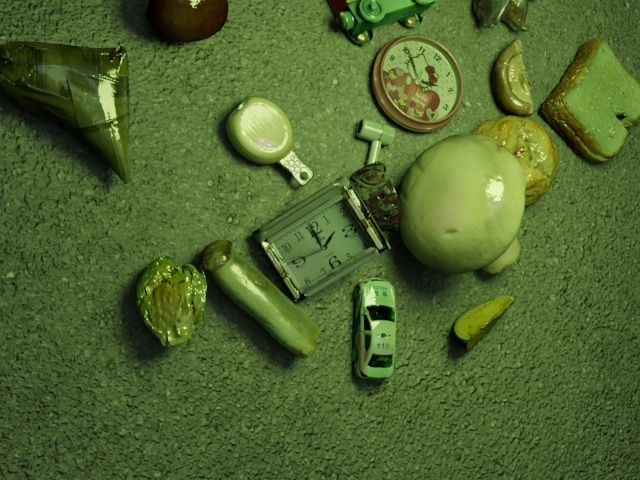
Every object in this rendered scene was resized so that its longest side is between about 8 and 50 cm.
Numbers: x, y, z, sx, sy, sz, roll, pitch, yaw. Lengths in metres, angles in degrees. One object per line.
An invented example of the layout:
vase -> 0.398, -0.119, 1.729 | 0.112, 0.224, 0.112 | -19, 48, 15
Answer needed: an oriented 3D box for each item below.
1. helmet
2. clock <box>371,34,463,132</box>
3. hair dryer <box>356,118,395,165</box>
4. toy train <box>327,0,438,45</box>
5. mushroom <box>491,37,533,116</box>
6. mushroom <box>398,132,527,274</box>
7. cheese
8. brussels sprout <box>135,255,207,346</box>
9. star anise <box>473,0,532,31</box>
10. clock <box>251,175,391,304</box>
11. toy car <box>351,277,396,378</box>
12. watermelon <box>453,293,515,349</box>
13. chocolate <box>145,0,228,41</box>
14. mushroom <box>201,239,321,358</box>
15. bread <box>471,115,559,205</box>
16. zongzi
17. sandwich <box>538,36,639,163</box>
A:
helmet -> 0.107, -0.089, 1.522 | 0.107, 0.177, 0.153 | -13, 106, -1
clock -> 0.236, -0.381, 1.670 | 0.245, 0.056, 0.244 | 3, 79, -18
hair dryer -> 0.119, -0.209, 1.607 | 0.082, 0.047, 0.137 | 14, 84, -18
toy train -> 0.146, -0.586, 1.646 | 0.286, 0.116, 0.177 | -25, 79, -22
mushroom -> 0.485, -0.410, 1.761 | 0.094, 0.072, 0.209 | -4, 80, -24
mushroom -> 0.304, -0.057, 1.536 | 0.315, 0.356, 0.315 | 1, 41, -1
cheese -> -0.102, -0.210, 1.507 | 0.227, 0.064, 0.137 | 45, 73, -8
brussels sprout -> -0.295, 0.119, 1.367 | 0.139, 0.100, 0.180 | -3, 84, -11
star anise -> 0.472, -0.669, 1.780 | 0.360, 0.139, 0.315 | 23, 81, -32
clock -> 0.000, 0.000, 1.467 | 0.253, 0.083, 0.186 | -31, 94, 11
toy car -> 0.125, 0.194, 1.527 | 0.090, 0.076, 0.224 | 5, 80, -19
watermelon -> 0.380, 0.204, 1.620 | 0.181, 0.092, 0.075 | -37, 109, -30
chocolate -> -0.272, -0.492, 1.437 | 0.177, 0.177, 0.176 | 3, 81, -21
mushroom -> -0.125, 0.122, 1.432 | 0.312, 0.081, 0.100 | 45, 33, -13
bread -> 0.485, -0.199, 1.697 | 0.245, 0.134, 0.244 | 2, 82, -18
zongzi -> -0.496, -0.243, 1.332 | 0.251, 0.125, 0.274 | -2, 88, -22
sandwich -> 0.735, -0.361, 1.841 | 0.249, 0.095, 0.273 | 43, 69, -14
